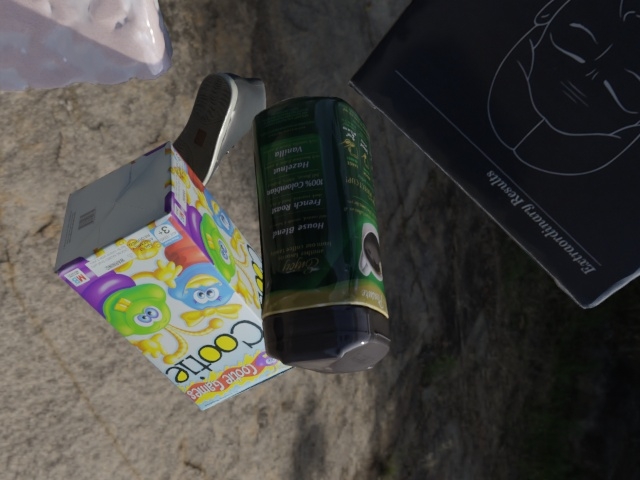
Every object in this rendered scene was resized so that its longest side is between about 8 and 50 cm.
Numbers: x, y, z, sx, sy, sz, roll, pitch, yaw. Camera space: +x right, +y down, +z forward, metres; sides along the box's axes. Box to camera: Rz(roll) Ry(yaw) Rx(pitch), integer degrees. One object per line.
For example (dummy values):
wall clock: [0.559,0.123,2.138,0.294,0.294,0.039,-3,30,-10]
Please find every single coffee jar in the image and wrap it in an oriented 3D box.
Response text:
coffee jar: [0.000,0.000,0.494,0.096,0.079,0.184,37,45,-65]

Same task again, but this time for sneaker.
sneaker: [-0.157,-0.155,1.102,0.083,0.222,0.118,39,25,17]

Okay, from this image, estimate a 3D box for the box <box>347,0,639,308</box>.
box: [0.274,-0.193,0.584,0.293,0.395,0.212,45,34,4]

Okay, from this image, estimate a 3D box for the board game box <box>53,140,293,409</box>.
board game box: [-0.156,0.049,0.829,0.275,0.142,0.144,56,12,-39]

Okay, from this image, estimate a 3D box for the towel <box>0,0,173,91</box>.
towel: [-0.266,-0.220,0.370,0.053,0.332,0.317,-85,171,-47]
